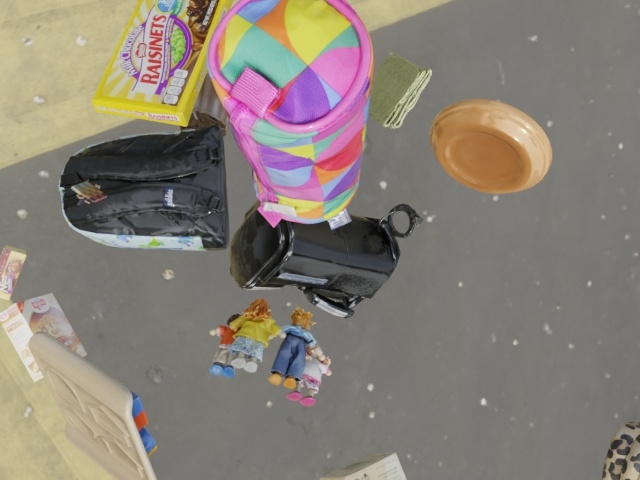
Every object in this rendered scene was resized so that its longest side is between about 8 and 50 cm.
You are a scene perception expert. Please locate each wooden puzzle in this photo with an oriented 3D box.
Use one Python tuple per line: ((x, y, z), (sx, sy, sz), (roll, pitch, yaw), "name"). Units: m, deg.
((-0.436, -0.091, 1.163), (0.049, 0.083, 0.006), (35, 110, 1), "wooden puzzle")
((-0.483, 0.380, 1.366), (0.080, 0.322, 0.347), (-39, 142, -42), "wooden puzzle")

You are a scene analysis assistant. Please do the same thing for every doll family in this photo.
((-0.082, 0.199, 1.207), (0.263, 0.118, 0.163), (22, 45, -9), "doll family")

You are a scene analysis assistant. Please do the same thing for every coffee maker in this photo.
((0.000, 0.000, 0.766), (0.178, 0.120, 0.171), (15, 111, -41), "coffee maker")

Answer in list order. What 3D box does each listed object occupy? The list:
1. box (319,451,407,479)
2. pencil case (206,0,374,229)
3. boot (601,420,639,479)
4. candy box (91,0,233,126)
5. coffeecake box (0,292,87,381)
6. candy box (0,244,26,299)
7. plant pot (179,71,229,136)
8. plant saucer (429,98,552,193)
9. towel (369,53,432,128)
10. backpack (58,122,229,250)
((0.127, 0.576, 1.168), (0.121, 0.148, 0.311), (-16, 75, -26), "box")
((-0.015, -0.078, 0.448), (0.105, 0.236, 0.104), (0, 75, 1), "pencil case")
((0.489, 0.375, 0.696), (0.138, 0.284, 0.377), (-45, 126, -20), "boot")
((-0.174, -0.225, 0.704), (0.027, 0.105, 0.205), (82, 19, -63), "candy box")
((-0.683, 0.235, 1.521), (0.068, 0.142, 0.185), (-30, 89, 13), "coffeecake box")
((-0.727, 0.072, 1.433), (0.053, 0.187, 0.109), (21, 83, -23), "candy box")
((-0.298, -0.359, 1.611), (0.167, 0.167, 0.165), (28, 53, -37), "plant pot")
((0.268, -0.141, 0.997), (0.200, 0.200, 0.037), (48, 58, -32), "plant saucer")
((0.114, -0.237, 0.975), (0.027, 0.148, 0.110), (29, 103, -30), "towel")
((-0.392, -0.100, 1.378), (0.356, 0.273, 0.289), (-4, 82, -12), "backpack")
